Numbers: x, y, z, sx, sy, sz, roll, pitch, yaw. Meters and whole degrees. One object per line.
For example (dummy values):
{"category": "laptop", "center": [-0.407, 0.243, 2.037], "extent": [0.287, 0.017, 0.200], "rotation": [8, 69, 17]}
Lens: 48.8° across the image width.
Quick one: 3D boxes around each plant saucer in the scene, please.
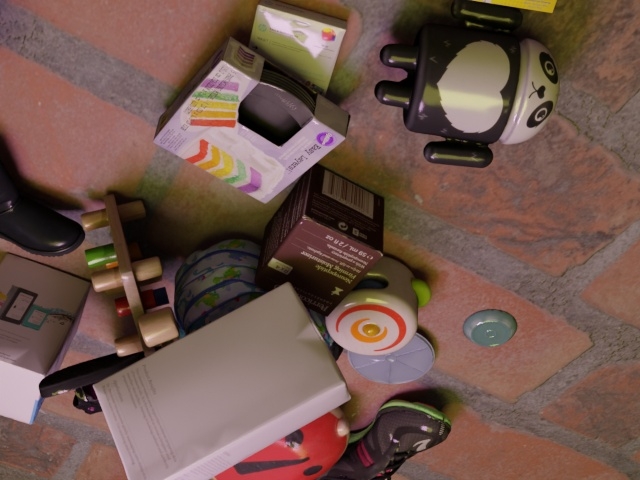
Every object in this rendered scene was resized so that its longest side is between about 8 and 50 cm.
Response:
{"category": "plant saucer", "center": [0.378, 0.202, 1.573], "extent": [0.120, 0.021, 0.119], "rotation": [3, 132, 3]}

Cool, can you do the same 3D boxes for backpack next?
{"category": "backpack", "center": [-0.150, 0.164, 1.464], "extent": [0.290, 0.273, 0.355], "rotation": [-24, 110, 11]}

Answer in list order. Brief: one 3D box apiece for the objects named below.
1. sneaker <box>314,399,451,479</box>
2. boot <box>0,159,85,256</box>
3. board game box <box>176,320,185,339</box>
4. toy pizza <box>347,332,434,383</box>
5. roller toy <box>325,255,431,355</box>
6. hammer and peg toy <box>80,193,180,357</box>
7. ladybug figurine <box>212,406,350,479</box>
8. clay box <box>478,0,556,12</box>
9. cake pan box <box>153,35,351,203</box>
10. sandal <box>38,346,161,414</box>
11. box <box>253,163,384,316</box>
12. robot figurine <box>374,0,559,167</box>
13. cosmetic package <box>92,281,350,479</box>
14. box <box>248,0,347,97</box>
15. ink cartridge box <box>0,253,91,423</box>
{"category": "sneaker", "center": [0.150, 0.565, 1.796], "extent": [0.185, 0.202, 0.483], "rotation": [33, 127, -22]}
{"category": "boot", "center": [-0.591, -0.076, 1.347], "extent": [0.247, 0.094, 0.207], "rotation": [16, 147, 12]}
{"category": "board game box", "center": [-0.271, 0.278, 1.641], "extent": [0.186, 0.126, 0.026], "rotation": [29, 128, -19]}
{"category": "toy pizza", "center": [0.164, 0.262, 1.643], "extent": [0.202, 0.032, 0.201], "rotation": [4, 131, 4]}
{"category": "roller toy", "center": [0.106, 0.141, 1.466], "extent": [0.191, 0.146, 0.209], "rotation": [29, 128, -18]}
{"category": "hammer and peg toy", "center": [-0.359, 0.113, 1.360], "extent": [0.128, 0.361, 0.265], "rotation": [-15, 134, -14]}
{"category": "ladybug figurine", "center": [-0.136, 0.506, 1.766], "extent": [0.450, 0.162, 0.305], "rotation": [-19, 110, 26]}
{"category": "clay box", "center": [0.219, -0.387, 1.003], "extent": [0.222, 0.127, 0.053], "rotation": [9, 131, -2]}
{"category": "cake pan box", "center": [-0.118, -0.195, 1.205], "extent": [0.246, 0.070, 0.267], "rotation": [28, 141, -27]}
{"category": "sandal", "center": [-0.434, 0.294, 1.500], "extent": [0.168, 0.446, 0.106], "rotation": [-15, 87, 7]}
{"category": "box", "center": [0.000, 0.000, 1.340], "extent": [0.169, 0.167, 0.203], "rotation": [25, 129, -16]}
{"category": "robot figurine", "center": [0.227, -0.242, 1.097], "extent": [0.279, 0.173, 0.209], "rotation": [8, 144, -1]}
{"category": "cosmetic package", "center": [-0.163, 0.264, 1.227], "extent": [0.385, 0.217, 0.156], "rotation": [-25, 155, -8]}
{"category": "box", "center": [-0.051, -0.293, 1.174], "extent": [0.145, 0.038, 0.186], "rotation": [14, 132, -6]}
{"category": "ink cartridge box", "center": [-0.650, 0.209, 1.526], "extent": [0.197, 0.270, 0.198], "rotation": [22, 130, -10]}
